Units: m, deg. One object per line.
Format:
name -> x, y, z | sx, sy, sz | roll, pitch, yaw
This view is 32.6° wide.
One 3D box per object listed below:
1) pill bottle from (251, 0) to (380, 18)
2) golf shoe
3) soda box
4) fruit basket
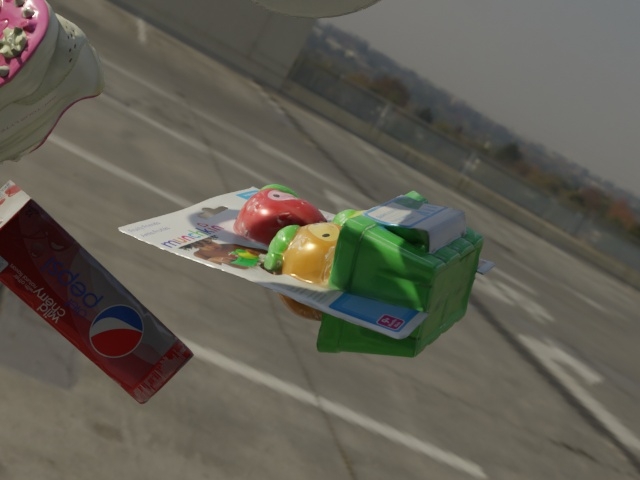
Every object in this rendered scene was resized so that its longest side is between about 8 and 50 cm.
pill bottle -> -0.010, -0.399, 1.004 | 0.224, 0.224, 0.392 | 25, 42, -29
golf shoe -> -0.318, -0.087, 0.962 | 0.140, 0.306, 0.115 | 25, 32, -61
soda box -> -0.258, 0.059, 1.163 | 0.263, 0.083, 0.092 | 50, -12, -31
fruit basket -> 0.000, 0.000, 1.278 | 0.353, 0.165, 0.327 | 25, 20, 20
